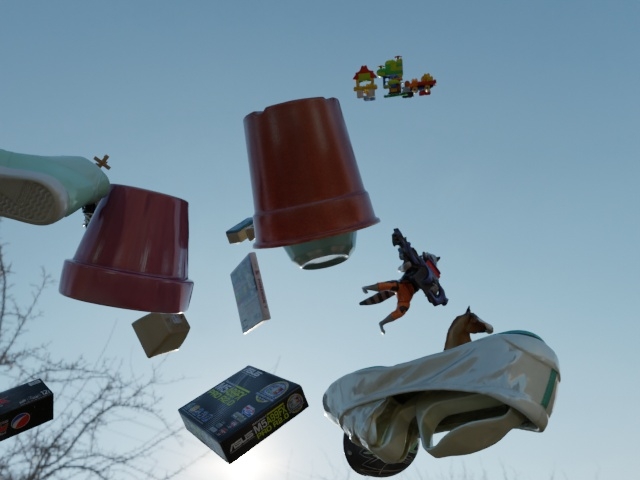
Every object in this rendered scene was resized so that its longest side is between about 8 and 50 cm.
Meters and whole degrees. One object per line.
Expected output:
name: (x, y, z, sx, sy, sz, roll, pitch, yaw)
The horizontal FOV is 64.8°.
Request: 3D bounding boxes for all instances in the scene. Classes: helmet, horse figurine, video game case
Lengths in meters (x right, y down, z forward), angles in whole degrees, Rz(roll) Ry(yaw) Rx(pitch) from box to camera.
helmet: (0.126, 0.418, 1.067, 0.170, 0.169, 0.161, -10, -7, -7)
horse figurine: (0.249, 0.244, 0.911, 0.175, 0.066, 0.263, 35, -44, -3)
video game case: (-0.195, 0.148, 1.378, 0.023, 0.183, 0.201, -8, -16, -27)

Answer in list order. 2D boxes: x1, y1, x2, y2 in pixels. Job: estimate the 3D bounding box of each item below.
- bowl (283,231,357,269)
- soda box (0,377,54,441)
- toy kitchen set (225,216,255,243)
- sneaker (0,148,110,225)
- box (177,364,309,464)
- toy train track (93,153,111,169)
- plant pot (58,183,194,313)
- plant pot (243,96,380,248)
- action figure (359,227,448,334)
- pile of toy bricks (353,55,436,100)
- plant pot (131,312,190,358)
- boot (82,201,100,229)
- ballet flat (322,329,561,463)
bowl: (0.000, 0.000, 1.736, 0.312, 0.163, 0.311, -12, -16, -4)
soda box: (-0.521, 0.285, 0.801, 0.169, 0.053, 0.060, -14, -56, -50)
toy kitchen set: (-0.193, -0.095, 1.528, 0.207, 0.122, 0.166, -6, -70, 34)
sneaker: (-0.432, -0.088, 0.712, 0.256, 0.151, 0.094, 16, -72, 7)
box: (-0.188, 0.394, 1.184, 0.216, 0.270, 0.060, -28, -76, -31)
toy train track: (-0.559, -0.180, 1.260, 0.083, 0.014, 0.048, -58, -45, -13)
plant pot: (-0.294, 0.011, 0.810, 0.202, 0.201, 0.180, 14, -95, -27)
plant pot: (-0.035, -0.141, 1.040, 0.273, 0.272, 0.264, -12, -85, -4)
action figure: (0.289, 0.126, 1.830, 0.330, 0.178, 0.341, -32, -81, -18)
pile of toy bricks: (0.198, -0.436, 1.337, 0.213, 0.118, 0.105, -2, -83, 13)
plant pot: (-0.414, 0.233, 1.342, 0.096, 0.109, 0.109, -40, -17, 26)
boot: (-0.480, -0.052, 1.078, 0.086, 0.069, 0.190, -50, -32, -8)
ballet flat: (0.130, 0.235, 0.694, 0.139, 0.139, 0.400, 25, -40, -34)
